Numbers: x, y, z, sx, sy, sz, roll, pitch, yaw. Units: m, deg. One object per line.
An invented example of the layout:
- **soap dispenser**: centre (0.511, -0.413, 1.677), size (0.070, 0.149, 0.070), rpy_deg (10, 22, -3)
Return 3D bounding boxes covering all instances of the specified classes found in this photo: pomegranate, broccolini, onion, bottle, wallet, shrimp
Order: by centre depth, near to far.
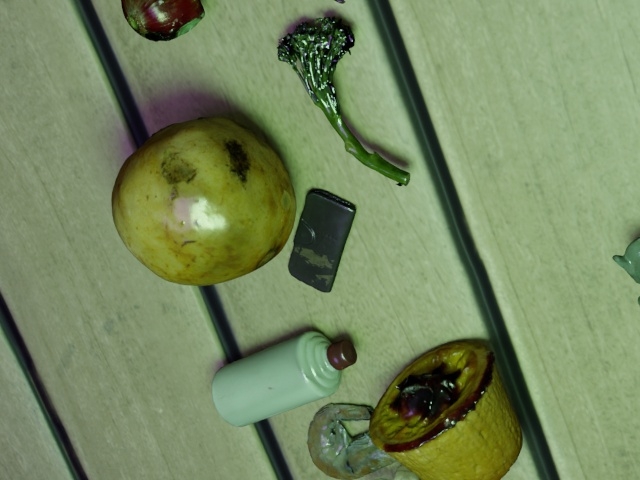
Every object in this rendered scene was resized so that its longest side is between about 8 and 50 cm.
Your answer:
- **broccolini**: centre (0.052, -0.195, 1.746), size (0.271, 0.062, 0.123), rpy_deg (52, 139, 2)
- **onion**: centre (-0.225, -0.336, 1.787), size (0.117, 0.118, 0.119), rpy_deg (-12, 108, 46)
- **pomegranate**: centre (-0.168, -0.055, 1.805), size (0.260, 0.260, 0.261), rpy_deg (11, 117, 21)
- **wallet**: centre (0.000, 0.000, 1.890), size (0.082, 0.018, 0.157), rpy_deg (27, 123, 13)
- **bottle**: centre (-0.049, 0.207, 1.960), size (0.245, 0.104, 0.104), rpy_deg (-23, 101, 33)
- **shrimp**: centre (0.066, 0.303, 1.989), size (0.223, 0.047, 0.126), rpy_deg (-26, 90, 34)

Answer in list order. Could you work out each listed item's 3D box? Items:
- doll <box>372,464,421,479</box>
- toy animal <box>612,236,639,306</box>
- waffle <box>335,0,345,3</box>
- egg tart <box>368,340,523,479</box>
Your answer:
- **doll**: centre (0.156, 0.478, 1.983), size (0.154, 0.119, 0.278), rpy_deg (-6, 109, 16)
- **toy animal**: centre (0.497, -0.010, 1.600), size (0.251, 0.127, 0.125), rpy_deg (-41, 80, 20)
- **waffle**: centre (0.036, -0.486, 1.600), size (0.379, 0.095, 0.382), rpy_deg (1, 117, 26)
- **egg tart**: centre (0.187, 0.256, 1.822), size (0.215, 0.215, 0.171), rpy_deg (-25, 116, 33)
